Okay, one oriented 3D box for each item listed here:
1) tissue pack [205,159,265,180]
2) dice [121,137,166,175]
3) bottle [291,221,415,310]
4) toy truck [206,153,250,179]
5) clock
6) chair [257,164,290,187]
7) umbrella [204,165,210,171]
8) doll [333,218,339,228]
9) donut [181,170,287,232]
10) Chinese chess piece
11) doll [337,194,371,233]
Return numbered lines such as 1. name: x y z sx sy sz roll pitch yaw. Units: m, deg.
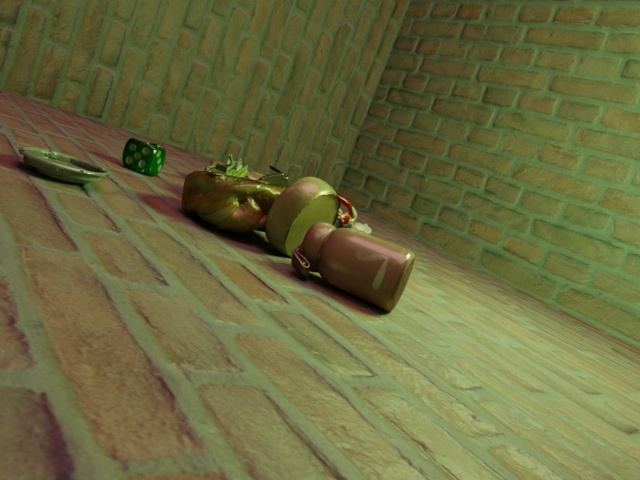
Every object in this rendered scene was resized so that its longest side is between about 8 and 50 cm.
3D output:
1. tissue pack: -0.379 -0.264 2.454 0.256 0.123 0.215 16 16 -10
2. dice: -0.684 -0.324 2.147 0.130 0.120 0.128 19 10 3
3. bottle: 0.082 0.064 1.473 0.296 0.173 0.206 24 43 15
4. toy truck: -0.366 -0.226 2.008 0.128 0.135 0.260 24 43 13
5. clock: -0.710 -0.201 1.532 0.236 0.053 0.236 19 7 -2
6. chair: -0.186 -0.173 2.144 0.183 0.176 0.326 -17 25 -26
7. umbrella: -0.394 -0.268 2.605 0.325 0.094 0.090 20 23 -6
8. doll: 0.020 -0.083 2.435 0.151 0.114 0.086 28 45 -11
9. donut: -0.257 -0.120 1.734 0.359 0.170 0.360 11 7 -1
10. Chinese chess piece: -0.052 -0.068 1.651 0.103 0.250 0.249 37 15 25
11. doll: 0.075 -0.111 2.511 0.383 0.188 0.099 32 33 -16
